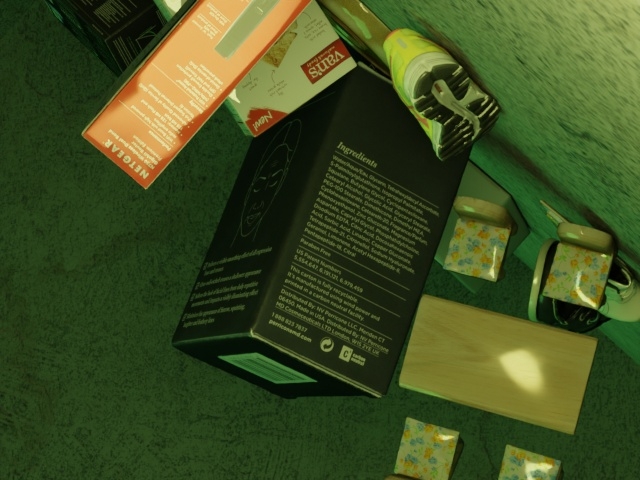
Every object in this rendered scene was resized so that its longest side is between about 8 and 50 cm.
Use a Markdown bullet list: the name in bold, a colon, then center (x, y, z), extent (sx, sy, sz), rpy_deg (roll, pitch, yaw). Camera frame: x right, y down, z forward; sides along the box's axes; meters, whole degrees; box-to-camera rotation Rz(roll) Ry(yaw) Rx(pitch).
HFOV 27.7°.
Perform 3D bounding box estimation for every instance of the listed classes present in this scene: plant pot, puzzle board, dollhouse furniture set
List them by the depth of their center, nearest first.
- **dollhouse furniture set**: center (0.285, 0.161, 1.508), extent (0.394, 0.362, 0.256), rpy_deg (14, 175, 17)
- **plant pot**: center (0.038, -0.275, 1.638), extent (0.236, 0.032, 0.236), rpy_deg (41, -178, -2)
- **puzzle board**: center (0.367, -0.003, 1.851), extent (0.128, 0.011, 0.096), rpy_deg (43, -177, 29)

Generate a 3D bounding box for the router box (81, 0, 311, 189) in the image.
- **router box**: center (-0.113, -0.212, 1.350), extent (0.082, 0.301, 0.335), rpy_deg (41, -178, -13)

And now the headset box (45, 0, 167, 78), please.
- **headset box**: center (-0.250, -0.399, 1.924), extent (0.246, 0.283, 0.131), rpy_deg (43, 167, 32)

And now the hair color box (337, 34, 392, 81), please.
- **hair color box**: center (0.049, -0.238, 1.995), extent (0.347, 0.105, 0.174), rpy_deg (40, -177, -30)

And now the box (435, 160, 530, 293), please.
- **box**: center (0.235, -0.052, 2.367), extent (0.215, 0.168, 0.345), rpy_deg (43, -178, 17)

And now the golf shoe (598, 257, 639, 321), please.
- **golf shoe**: center (0.392, 0.061, 1.737), extent (0.176, 0.069, 0.086), rpy_deg (40, 178, -28)

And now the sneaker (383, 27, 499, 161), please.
- **sneaker**: center (0.121, -0.157, 1.349), extent (0.094, 0.081, 0.208), rpy_deg (52, 180, 28)

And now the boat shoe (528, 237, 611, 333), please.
- **boat shoe**: center (0.384, 0.078, 1.911), extent (0.113, 0.127, 0.340), rpy_deg (13, 173, 21)

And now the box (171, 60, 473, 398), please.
- **box**: center (0.000, 0.000, 1.788), extent (0.212, 0.396, 0.293), rpy_deg (27, 163, -21)

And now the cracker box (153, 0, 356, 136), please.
- **cracker box**: center (-0.085, -0.261, 1.558), extent (0.232, 0.155, 0.067), rpy_deg (55, 172, -13)
